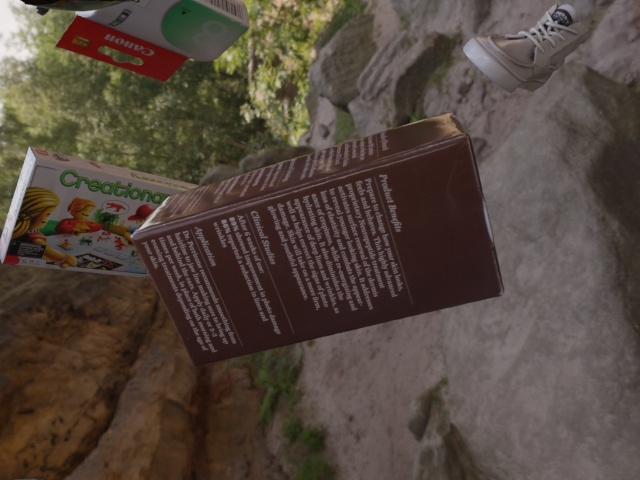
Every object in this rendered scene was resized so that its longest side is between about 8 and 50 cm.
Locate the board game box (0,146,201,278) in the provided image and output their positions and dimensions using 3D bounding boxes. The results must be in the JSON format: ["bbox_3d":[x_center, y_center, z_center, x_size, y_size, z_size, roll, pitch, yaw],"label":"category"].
[{"bbox_3d":[-0.372,-0.034,1.007,0.053,0.305,0.193,44,114,43],"label":"board game box"}]

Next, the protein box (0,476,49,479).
[{"bbox_3d":[-0.398,0.472,0.817,0.136,0.201,0.200,59,-135,-68],"label":"protein box"}]

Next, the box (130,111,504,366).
[{"bbox_3d":[0.000,0.000,0.682,0.143,0.381,0.191,-77,-29,-65],"label":"box"}]

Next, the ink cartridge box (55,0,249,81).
[{"bbox_3d":[-0.237,-0.285,0.796,0.224,0.181,0.056,-28,64,40],"label":"ink cartridge box"}]

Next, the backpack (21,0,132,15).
[{"bbox_3d":[-0.185,-0.243,0.390,0.188,0.144,0.166,-110,15,-66],"label":"backpack"}]

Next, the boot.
[{"bbox_3d":[0.295,-0.280,0.798,0.123,0.095,0.258,-47,-14,32],"label":"boot"}]
